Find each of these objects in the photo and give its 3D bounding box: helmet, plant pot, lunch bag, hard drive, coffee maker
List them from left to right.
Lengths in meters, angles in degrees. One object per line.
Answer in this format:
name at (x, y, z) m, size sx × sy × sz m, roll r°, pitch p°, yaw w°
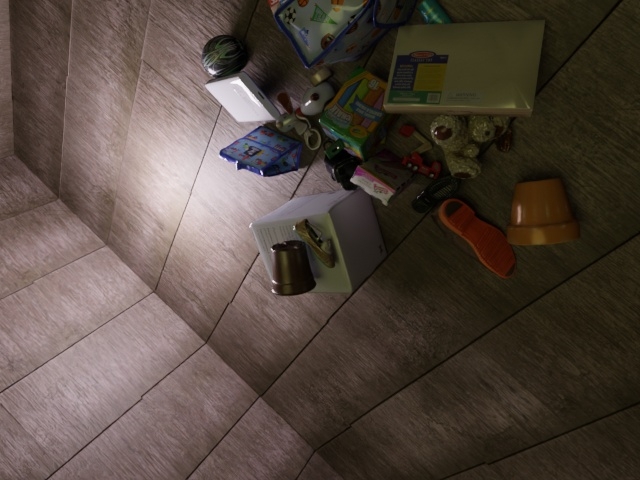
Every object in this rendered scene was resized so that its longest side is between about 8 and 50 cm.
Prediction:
helmet at (-0.387, -0.731, 1.706) m, size 0.169 × 0.161 × 0.169 m, roll 16°, pitch 123°, yaw 27°
hard drive at (-0.313, -0.561, 1.698) m, size 0.318 × 0.040 × 0.210 m, roll 18°, pitch 159°, yaw 52°
lunch bag at (-0.250, -0.340, 1.746) m, size 0.221 × 0.293 × 0.138 m, roll 27°, pitch 128°, yaw 19°
plant pot at (-0.107, 0.094, 1.552) m, size 0.167 × 0.167 × 0.165 m, roll 4°, pitch 110°, yaw 33°
coffee maker at (0.074, -0.282, 1.611) m, size 0.171 × 0.178 × 0.120 m, roll 41°, pitch 97°, yaw -22°
lunch bag at (0.119, -0.707, 1.263) m, size 0.385 × 0.328 × 0.239 m, roll -32°, pitch 95°, yaw 38°
plant pot at (0.681, -0.094, 1.329) m, size 0.205 × 0.205 × 0.188 m, roll -4°, pitch 97°, yaw 36°

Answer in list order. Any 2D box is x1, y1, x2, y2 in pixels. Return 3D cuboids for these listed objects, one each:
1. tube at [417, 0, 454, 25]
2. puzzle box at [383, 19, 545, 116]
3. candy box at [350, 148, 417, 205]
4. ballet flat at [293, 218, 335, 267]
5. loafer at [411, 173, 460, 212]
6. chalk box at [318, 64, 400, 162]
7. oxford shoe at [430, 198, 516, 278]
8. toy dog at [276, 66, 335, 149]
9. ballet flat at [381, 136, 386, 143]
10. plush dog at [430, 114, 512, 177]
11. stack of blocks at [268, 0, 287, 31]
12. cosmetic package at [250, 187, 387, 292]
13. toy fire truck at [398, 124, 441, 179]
tube at (0.379, -0.647, 1.311) m, size 0.207 × 0.052 × 0.080 m, roll 50°, pitch 140°, yaw -8°
puzzle box at (0.404, -0.494, 1.231) m, size 0.409 × 0.052 × 0.272 m, roll 9°, pitch 80°, yaw 21°
candy box at (0.232, -0.231, 1.517) m, size 0.159 × 0.233 × 0.071 m, roll 36°, pitch 131°, yaw 12°
ballet flat at (-0.008, 0.006, 1.495) m, size 0.206 × 0.073 × 0.067 m, roll 46°, pitch 115°, yaw 0°
loafer at (0.410, -0.178, 1.516) m, size 0.080 × 0.078 × 0.220 m, roll 47°, pitch 143°, yaw -6°
chalk box at (0.122, -0.395, 1.448) m, size 0.179 × 0.180 × 0.289 m, roll 35°, pitch 92°, yaw 13°
oxford shoe at (0.547, -0.004, 1.533) m, size 0.364 × 0.130 × 0.133 m, roll 46°, pitch 165°, yaw -5°
toy dog at (-0.061, -0.495, 1.617) m, size 0.220 × 0.161 × 0.334 m, roll 44°, pitch 131°, yaw 6°
ballet flat at (0.139, -0.388, 1.605) m, size 0.231 × 0.077 × 0.077 m, roll 6°, pitch 135°, yaw 30°
plush dog at (0.481, -0.356, 1.343) m, size 0.225 × 0.211 × 0.262 m, roll -20°, pitch 132°, yaw 26°
stack of blocks at (-0.113, -0.906, 1.469) m, size 0.171 × 0.087 × 0.297 m, roll -12°, pitch 108°, yaw 38°
cosmetic package at (0.000, 0.000, 1.744) m, size 0.393 × 0.329 × 0.327 m, roll -6°, pitch 110°, yaw 36°
toy fire truck at (0.346, -0.308, 1.500) m, size 0.192 × 0.047 × 0.135 m, roll 24°, pitch 94°, yaw -4°
